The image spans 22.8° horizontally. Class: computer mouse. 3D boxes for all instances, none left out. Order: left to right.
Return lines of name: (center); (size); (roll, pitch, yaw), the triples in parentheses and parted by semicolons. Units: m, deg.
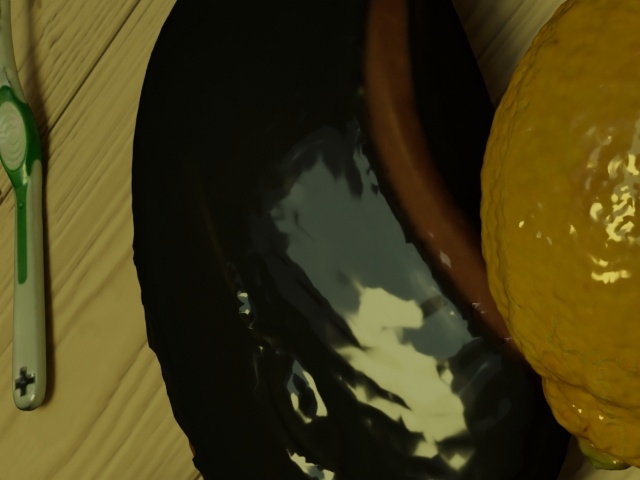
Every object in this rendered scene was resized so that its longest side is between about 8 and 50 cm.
computer mouse: (-0.004, -0.001, 0.656); (0.183, 0.116, 0.323); (-40, 53, 37)

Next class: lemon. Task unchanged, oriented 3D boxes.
lemon: (0.120, -0.012, 0.513); (0.142, 0.142, 0.187); (24, 101, 46)

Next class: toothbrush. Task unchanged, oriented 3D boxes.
toothbrush: (-0.173, -0.050, 0.900); (0.030, 0.030, 0.304); (-24, 62, 39)
